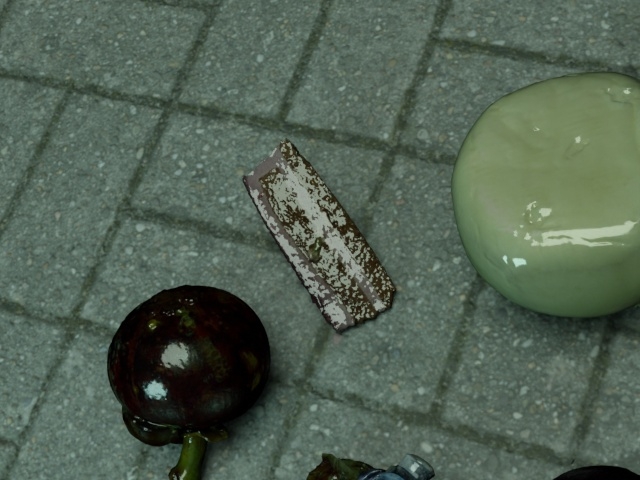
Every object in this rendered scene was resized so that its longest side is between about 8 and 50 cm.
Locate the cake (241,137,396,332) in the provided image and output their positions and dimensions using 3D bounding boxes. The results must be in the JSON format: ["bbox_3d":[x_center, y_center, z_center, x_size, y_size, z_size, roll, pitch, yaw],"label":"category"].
[{"bbox_3d":[0.000,0.000,1.958,0.116,0.113,0.295,-33,72,1],"label":"cake"}]

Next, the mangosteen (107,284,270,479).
[{"bbox_3d":[-0.182,0.206,1.852,0.231,0.231,0.289,4,106,19],"label":"mangosteen"}]

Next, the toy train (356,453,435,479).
[{"bbox_3d":[0.073,0.425,1.663,0.202,0.131,0.299,41,81,4],"label":"toy train"}]

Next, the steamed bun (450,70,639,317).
[{"bbox_3d":[0.340,-0.047,1.780,0.312,0.233,0.333,-5,54,18],"label":"steamed bun"}]

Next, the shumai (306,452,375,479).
[{"bbox_3d":[0.027,0.332,1.767,0.124,0.087,0.099,0,63,16],"label":"shumai"}]

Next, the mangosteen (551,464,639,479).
[{"bbox_3d":[0.373,0.371,1.541,0.302,0.275,0.275,-30,58,-13],"label":"mangosteen"}]
